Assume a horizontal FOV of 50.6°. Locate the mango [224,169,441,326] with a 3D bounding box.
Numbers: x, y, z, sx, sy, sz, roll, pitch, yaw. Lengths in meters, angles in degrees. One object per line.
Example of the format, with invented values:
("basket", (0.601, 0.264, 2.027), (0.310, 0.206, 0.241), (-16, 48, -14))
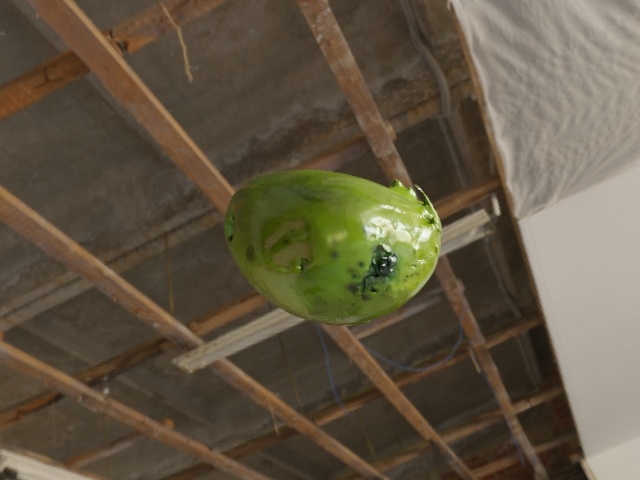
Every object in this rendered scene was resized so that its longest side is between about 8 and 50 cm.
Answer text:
("mango", (0.000, 0.001, 0.460), (0.119, 0.178, 0.100), (1, -78, -37))
